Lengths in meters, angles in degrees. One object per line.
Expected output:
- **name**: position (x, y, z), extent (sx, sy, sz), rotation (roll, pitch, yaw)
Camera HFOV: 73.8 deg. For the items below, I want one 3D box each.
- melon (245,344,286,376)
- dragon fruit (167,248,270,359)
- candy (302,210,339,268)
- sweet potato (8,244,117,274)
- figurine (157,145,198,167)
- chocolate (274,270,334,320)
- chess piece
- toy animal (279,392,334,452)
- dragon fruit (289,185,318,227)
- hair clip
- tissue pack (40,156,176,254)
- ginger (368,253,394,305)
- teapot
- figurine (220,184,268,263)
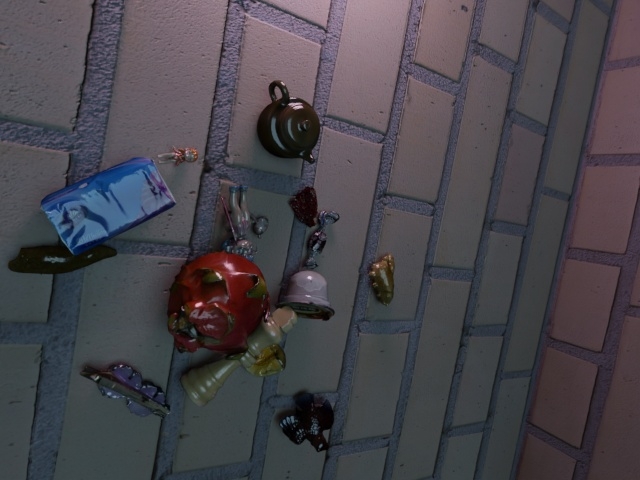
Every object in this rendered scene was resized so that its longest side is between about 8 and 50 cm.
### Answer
- **melon**: position (-0.199, 0.380, 1.423), extent (0.128, 0.079, 0.160), rotation (-38, 95, 1)
- **dragon fruit**: position (-0.287, 0.202, 1.197), extent (0.305, 0.226, 0.306), rotation (-5, 120, -8)
- **candy**: position (0.000, 0.000, 1.492), extent (0.094, 0.051, 0.226), rotation (29, 83, -35)
- **sweet potato**: position (-0.651, 0.046, 1.085), extent (0.243, 0.077, 0.077), rotation (-4, 100, -29)
- **figurine**: position (-0.404, -0.238, 1.206), extent (0.109, 0.047, 0.064), rotation (-13, 112, -20)
- **chocolate**: position (-0.041, 0.181, 1.444), extent (0.221, 0.221, 0.147), rotation (31, 56, -32)
- **chess piece**: position (-0.238, 0.342, 1.323), extent (0.397, 0.117, 0.117), rotation (-38, 116, -8)
- **toy animal**: position (-0.030, 0.652, 1.515), extent (0.218, 0.179, 0.116), rotation (-9, 129, -31)
- **dragon fruit**: position (-0.039, -0.116, 1.458), extent (0.097, 0.063, 0.131), rotation (-24, 114, 9)
- **hair clip**: position (-0.543, 0.431, 1.221), extent (0.106, 0.084, 0.292), rotation (-54, 125, -18)
- **tissue pack**: position (-0.527, -0.096, 1.063), extent (0.263, 0.198, 0.146), rotation (-33, 115, -23)
- **ginger**: position (0.242, 0.155, 1.651), extent (0.115, 0.081, 0.206), rotation (3, 89, -64)
- **teapot**: position (-0.085, -0.358, 1.306), extent (0.185, 0.175, 0.268), rotation (-34, 114, -25)
- **figurine**: position (-0.245, -0.041, 1.319), extent (0.205, 0.102, 0.260), rotation (-19, 110, -64)
